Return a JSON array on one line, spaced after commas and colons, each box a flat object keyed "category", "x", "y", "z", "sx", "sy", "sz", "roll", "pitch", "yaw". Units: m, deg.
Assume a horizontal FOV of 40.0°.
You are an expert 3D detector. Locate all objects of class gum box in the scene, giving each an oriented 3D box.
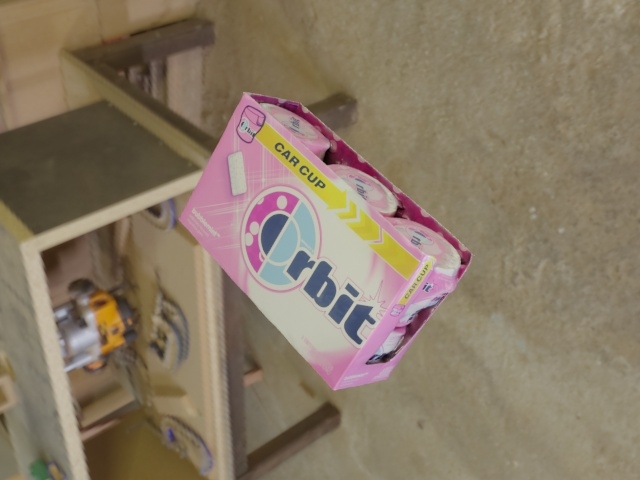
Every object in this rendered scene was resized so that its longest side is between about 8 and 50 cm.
[{"category": "gum box", "x": 0.000, "y": 0.000, "z": 0.580, "sx": 0.188, "sy": 0.062, "sz": 0.107, "roll": 44, "pitch": 116, "yaw": 29}]
